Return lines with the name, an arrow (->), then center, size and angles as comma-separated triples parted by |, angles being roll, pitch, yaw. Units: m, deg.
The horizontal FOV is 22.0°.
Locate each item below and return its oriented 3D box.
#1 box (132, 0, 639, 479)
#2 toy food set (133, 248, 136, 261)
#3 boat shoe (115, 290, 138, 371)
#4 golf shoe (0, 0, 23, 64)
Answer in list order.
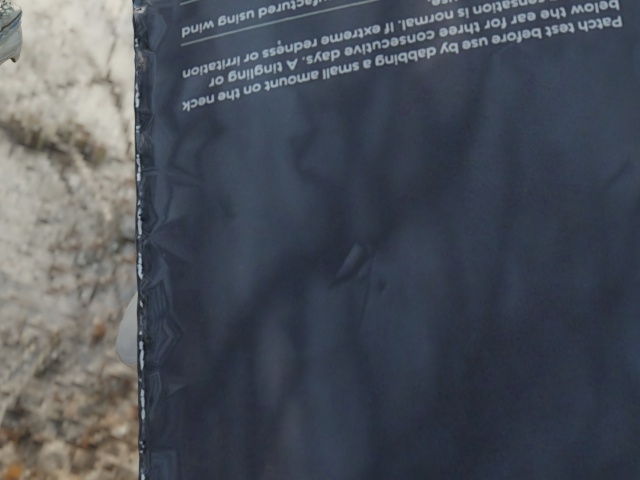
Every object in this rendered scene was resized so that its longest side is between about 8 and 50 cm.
box -> 0.064, 0.076, 0.617 | 0.178, 0.343, 0.313 | -8, 63, 11
toy food set -> -0.037, -0.127, 1.350 | 0.092, 0.220, 0.306 | 34, 46, -2
boat shoe -> 0.000, 0.000, 0.952 | 0.088, 0.267, 0.096 | 42, 11, -31
golf shoe -> -0.353, -0.160, 1.569 | 0.176, 0.086, 0.069 | -35, 56, -22
